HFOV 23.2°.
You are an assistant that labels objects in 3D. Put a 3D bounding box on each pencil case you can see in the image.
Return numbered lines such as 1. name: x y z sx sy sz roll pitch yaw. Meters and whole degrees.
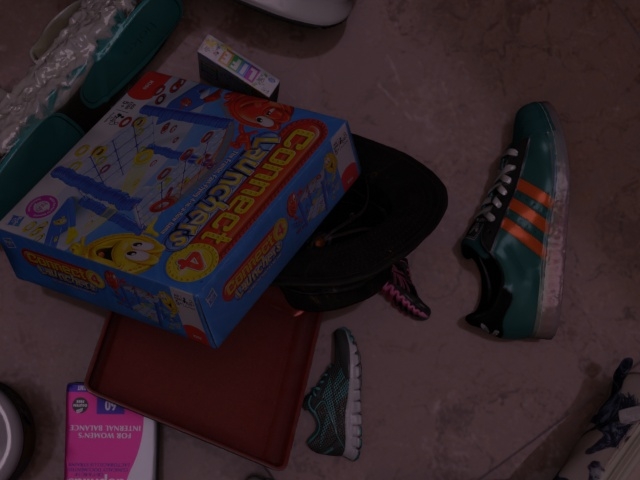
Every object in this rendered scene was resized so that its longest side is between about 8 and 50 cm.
1. pencil case: 0.322 0.339 1.838 0.160 0.183 0.410 23 65 33

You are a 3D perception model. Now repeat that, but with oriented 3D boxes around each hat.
1. hat: 0.000 0.000 1.892 0.331 0.331 0.134 -15 125 -5

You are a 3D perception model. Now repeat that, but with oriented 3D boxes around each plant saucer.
1. plant saucer: -0.139 0.130 1.870 0.259 0.048 0.258 25 51 -14

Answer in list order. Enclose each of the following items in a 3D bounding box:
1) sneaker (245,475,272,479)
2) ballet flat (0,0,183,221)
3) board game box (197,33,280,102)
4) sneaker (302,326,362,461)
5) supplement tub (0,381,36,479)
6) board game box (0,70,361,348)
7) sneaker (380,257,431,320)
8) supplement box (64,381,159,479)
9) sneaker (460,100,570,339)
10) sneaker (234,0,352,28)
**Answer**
1. sneaker: -0.017 0.386 1.903 0.235 0.090 0.095 44 93 3
2. ballet flat: -0.331 -0.181 1.935 0.147 0.147 0.409 39 80 1
3. board game box: -0.101 -0.200 1.921 0.103 0.154 0.026 33 84 1
4. sneaker: 0.014 0.191 1.935 0.076 0.065 0.166 0 82 0
5. supplement tub: -0.412 0.233 1.832 0.144 0.200 0.144 0 84 -4
6. board game box: -0.162 -0.047 1.804 0.302 0.086 0.308 16 51 31
7. sneaker: 0.100 0.050 1.966 0.119 0.047 0.057 42 72 0
8. supplement box: -0.251 0.282 1.883 0.111 0.114 0.220 1 85 -5
9. sneaker: 0.240 -0.028 1.948 0.121 0.108 0.302 3 85 -8
10. sneaker: -0.131 -0.433 1.856 0.447 0.169 0.257 12 126 -19
